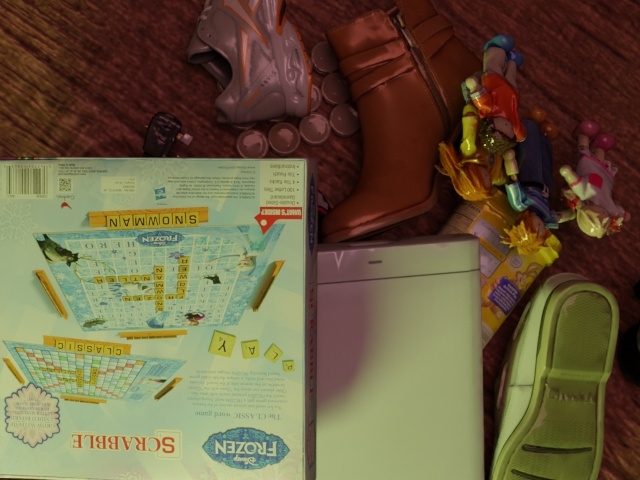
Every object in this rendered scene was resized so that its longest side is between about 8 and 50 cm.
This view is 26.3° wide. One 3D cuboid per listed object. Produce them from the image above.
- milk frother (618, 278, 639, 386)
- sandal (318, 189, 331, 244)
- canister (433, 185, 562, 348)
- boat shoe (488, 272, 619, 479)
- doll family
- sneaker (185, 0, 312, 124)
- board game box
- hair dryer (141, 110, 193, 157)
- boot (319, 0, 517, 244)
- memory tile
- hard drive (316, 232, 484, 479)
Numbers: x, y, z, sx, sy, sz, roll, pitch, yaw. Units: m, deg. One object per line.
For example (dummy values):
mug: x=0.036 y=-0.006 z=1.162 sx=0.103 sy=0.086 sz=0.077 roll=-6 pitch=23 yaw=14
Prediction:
milk frother: x=0.349 y=0.102 z=1.493 sx=0.143 sy=0.134 sz=0.129 roll=-25 pitch=73 yaw=-15
sandal: x=0.000 y=0.000 z=1.491 sx=0.067 sy=0.040 sz=0.179 roll=-33 pitch=89 yaw=-14
canister: x=0.165 y=0.037 z=1.502 sx=0.126 sy=0.073 sz=0.170 roll=39 pitch=78 yaw=-5
boat shoe: x=0.243 y=0.183 z=1.479 sx=0.113 sy=0.103 sz=0.302 roll=15 pitch=96 yaw=-13
doll family: x=0.209 y=-0.076 z=1.445 sx=0.263 sy=0.118 sz=0.163 roll=36 pitch=47 yaw=-31
sneaker: x=-0.096 y=-0.247 z=1.477 sx=0.121 sy=0.099 sz=0.262 roll=-15 pitch=77 yaw=-8
board game box: x=-0.162 y=0.077 z=1.334 sx=0.319 sy=0.066 sz=0.317 roll=2 pitch=92 yaw=11
hair dryer: x=-0.165 y=0.027 z=1.409 sx=0.224 sy=0.080 sz=0.293 roll=35 pitch=91 yaw=13
boot: x=0.068 y=-0.134 z=1.479 sx=0.283 sy=0.109 sz=0.220 roll=-33 pitch=95 yaw=-20
memory tile: x=-0.034 y=-0.153 z=1.522 sx=0.148 sy=0.012 sz=0.113 roll=-16 pitch=85 yaw=-13
hard drive: x=0.055 y=0.177 z=1.416 sx=0.233 sy=0.047 sz=0.353 roll=-4 pitch=100 yaw=-15
